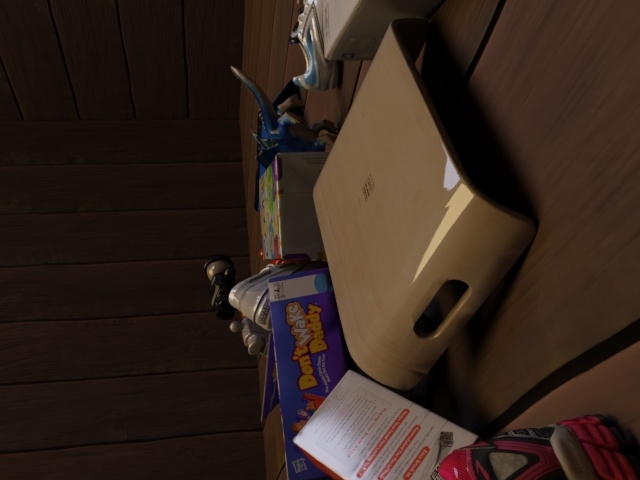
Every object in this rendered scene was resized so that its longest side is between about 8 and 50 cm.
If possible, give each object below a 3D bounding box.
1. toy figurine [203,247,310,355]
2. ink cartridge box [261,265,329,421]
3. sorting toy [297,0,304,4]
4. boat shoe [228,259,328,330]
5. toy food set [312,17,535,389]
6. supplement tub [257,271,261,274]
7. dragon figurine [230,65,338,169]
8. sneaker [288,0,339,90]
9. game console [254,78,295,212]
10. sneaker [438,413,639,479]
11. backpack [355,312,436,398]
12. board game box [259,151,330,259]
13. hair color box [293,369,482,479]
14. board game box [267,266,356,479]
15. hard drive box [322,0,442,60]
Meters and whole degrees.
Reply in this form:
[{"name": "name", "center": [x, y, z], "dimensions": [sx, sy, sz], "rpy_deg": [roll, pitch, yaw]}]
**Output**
[{"name": "toy figurine", "center": [-0.101, 0.096, 1.310], "dimensions": [0.209, 0.213, 0.148], "rpy_deg": [57, -174, -39]}, {"name": "ink cartridge box", "center": [-0.020, 0.168, 1.087], "dimensions": [0.208, 0.045, 0.206], "rpy_deg": [-47, -27, -46]}, {"name": "sorting toy", "center": [-0.019, -0.499, 1.272], "dimensions": [0.075, 0.045, 0.083], "rpy_deg": [117, 150, -56]}, {"name": "boat shoe", "center": [-0.058, 0.069, 1.071], "dimensions": [0.095, 0.084, 0.258], "rpy_deg": [-69, -16, 10]}, {"name": "toy food set", "center": [0.087, -0.045, 0.656], "dimensions": [0.306, 0.092, 0.220], "rpy_deg": [-103, 31, -43]}, {"name": "supplement tub", "center": [-0.094, 0.161, 1.530], "dimensions": [0.200, 0.144, 0.144], "rpy_deg": [-112, 22, -63]}, {"name": "dragon figurine", "center": [-0.065, -0.164, 1.145], "dimensions": [0.144, 0.289, 0.085], "rpy_deg": [-40, 42, 27]}, {"name": "sneaker", "center": [-0.009, -0.368, 1.116], "dimensions": [0.085, 0.086, 0.237], "rpy_deg": [-130, 40, -76]}, {"name": "game console", "center": [-0.060, -0.187, 1.602], "dimensions": [0.250, 0.173, 0.293], "rpy_deg": [42, 144, 31]}, {"name": "sneaker", "center": [0.114, 0.227, 0.475], "dimensions": [0.121, 0.112, 0.299], "rpy_deg": [-105, 16, -51]}, {"name": "backpack", "center": [0.077, 0.116, 0.728], "dimensions": [0.114, 0.084, 0.105], "rpy_deg": [91, 172, -53]}, {"name": "board game box", "center": [-0.009, -0.042, 1.012], "dimensions": [0.275, 0.144, 0.142], "rpy_deg": [171, 96, -80]}, {"name": "hair color box", "center": [0.062, 0.192, 0.609], "dimensions": [0.167, 0.093, 0.053], "rpy_deg": [16, 149, 52]}, {"name": "board game box", "center": [0.014, 0.220, 0.875], "dimensions": [0.347, 0.078, 0.233], "rpy_deg": [74, -173, -59]}, {"name": "hard drive box", "center": [0.063, -0.313, 0.710], "dimensions": [0.232, 0.089, 0.181], "rpy_deg": [163, 105, -80]}]
